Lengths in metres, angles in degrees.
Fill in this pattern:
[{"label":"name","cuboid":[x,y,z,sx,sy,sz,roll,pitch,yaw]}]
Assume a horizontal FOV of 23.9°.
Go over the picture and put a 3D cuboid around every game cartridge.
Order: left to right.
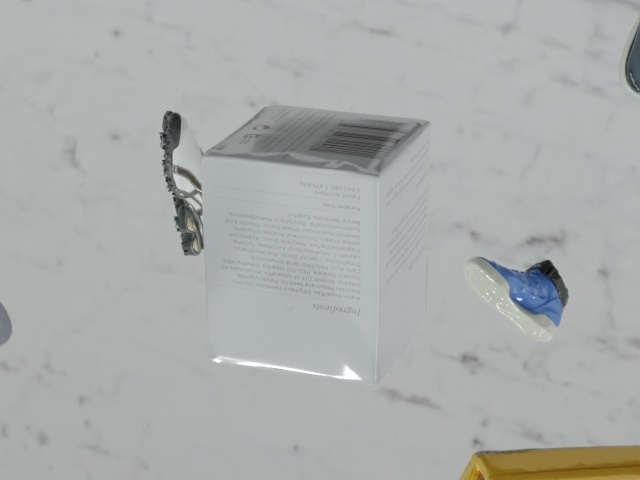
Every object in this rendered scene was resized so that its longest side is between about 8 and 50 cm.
[{"label":"game cartridge","cuboid":[0.245,0.328,1.565,0.324,0.285,0.052,3,-143,-29]}]

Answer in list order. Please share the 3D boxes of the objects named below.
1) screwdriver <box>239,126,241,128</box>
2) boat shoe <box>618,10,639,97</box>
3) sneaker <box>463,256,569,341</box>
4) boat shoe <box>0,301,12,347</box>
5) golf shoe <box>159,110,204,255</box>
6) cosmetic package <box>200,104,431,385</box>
[{"label":"screwdriver","cuboid":[-0.114,-0.127,2.275,0.024,0.170,0.025,37,-108,12]},{"label":"boat shoe","cuboid":[0.433,-0.297,1.842,0.095,0.254,0.079,20,178,-19]},{"label":"sneaker","cuboid":[0.245,0.049,1.860,0.152,0.058,0.084,39,-117,-18]},{"label":"boat shoe","cuboid":[-0.366,0.060,1.517,0.142,0.040,0.049,39,-117,7]},{"label":"golf shoe","cuboid":[-0.130,-0.072,1.717,0.094,0.198,0.077,-9,-135,1]},{"label":"cosmetic package","cuboid":[0.000,0.000,1.248,0.151,0.183,0.151,8,-158,18]}]
